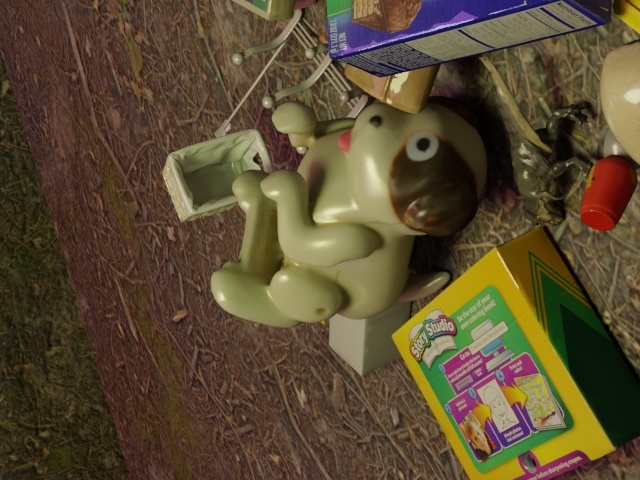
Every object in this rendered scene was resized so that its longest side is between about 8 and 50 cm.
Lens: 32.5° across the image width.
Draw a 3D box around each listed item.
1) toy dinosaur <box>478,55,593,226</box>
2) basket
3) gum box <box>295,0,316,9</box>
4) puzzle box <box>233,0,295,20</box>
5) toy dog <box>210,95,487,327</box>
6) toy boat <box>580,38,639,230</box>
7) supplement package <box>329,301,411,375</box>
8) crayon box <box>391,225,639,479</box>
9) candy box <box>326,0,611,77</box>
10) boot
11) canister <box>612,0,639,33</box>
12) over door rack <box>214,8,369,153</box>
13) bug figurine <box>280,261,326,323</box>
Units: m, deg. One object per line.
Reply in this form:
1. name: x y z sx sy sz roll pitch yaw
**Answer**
1. toy dinosaur: 0.290 -0.119 1.416 0.118 0.064 0.268 -4 122 33
2. basket: -0.173 -0.106 1.855 0.113 0.167 0.103 69 158 5
3. gum box: -0.085 -0.465 1.838 0.188 0.062 0.107 36 137 44
4. puzzle box: -0.109 -0.581 1.728 0.272 0.052 0.409 37 127 42
5. toy dog: 0.073 -0.040 1.614 0.395 0.285 0.408 31 138 -13
6. toy boat: 0.389 -0.117 1.182 0.267 0.148 0.318 31 157 -9
7. supplement package: 0.086 0.125 1.912 0.105 0.105 0.179 39 140 41
8. crayon box: 0.285 0.197 1.627 0.313 0.106 0.363 62 150 13
9. candy box: 0.159 -0.355 1.264 0.317 0.122 0.268 -8 81 37
10. boot: 0.166 -0.286 1.423 0.236 0.089 0.269 40 123 32
11. canister: 0.390 -0.292 1.150 0.126 0.073 0.170 48 144 31
12. over door rack: -0.071 -0.205 1.874 0.239 0.108 0.324 56 134 27
13. bug figurine: 0.000 0.000 2.000 0.216 0.072 0.279 33 131 37
